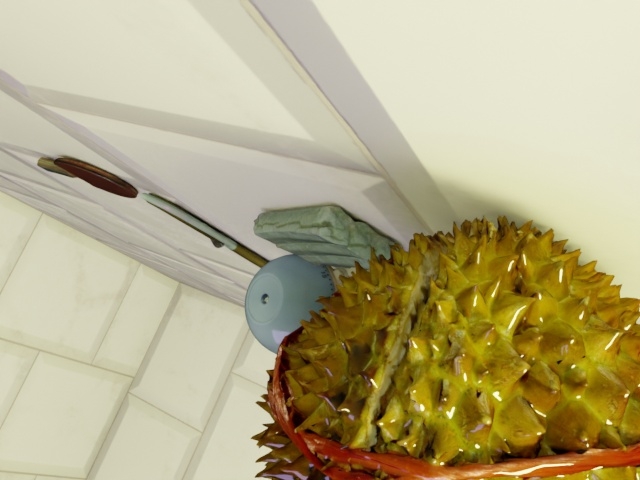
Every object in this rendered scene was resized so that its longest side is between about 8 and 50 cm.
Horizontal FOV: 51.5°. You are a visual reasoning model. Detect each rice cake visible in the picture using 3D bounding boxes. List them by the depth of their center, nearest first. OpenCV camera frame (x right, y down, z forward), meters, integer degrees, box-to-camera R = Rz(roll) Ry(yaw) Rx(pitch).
[{"bbox_3d":[0.000,0.000,0.786,0.124,0.038,0.211,30,168,-28],"label":"rice cake"}]

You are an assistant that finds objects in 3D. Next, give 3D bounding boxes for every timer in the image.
[{"bbox_3d":[0.007,0.098,1.032,0.256,0.175,0.175,-2,-178,-29],"label":"timer"}]

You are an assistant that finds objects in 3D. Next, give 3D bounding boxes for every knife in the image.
[{"bbox_3d":[-0.187,-0.002,1.188,0.061,0.027,0.343,19,169,41],"label":"knife"}]

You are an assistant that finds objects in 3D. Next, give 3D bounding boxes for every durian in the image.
[{"bbox_3d":[0.114,0.160,0.523,0.348,0.347,0.384,20,134,18],"label":"durian"}]

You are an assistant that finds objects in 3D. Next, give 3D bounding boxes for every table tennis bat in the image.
[{"bbox_3d":[-0.406,-0.112,1.137,0.220,0.019,0.130,15,167,30],"label":"table tennis bat"}]

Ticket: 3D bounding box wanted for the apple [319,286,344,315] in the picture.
[{"bbox_3d":[0.079,0.164,0.867,0.194,0.260,0.261,15,170,-9],"label":"apple"}]
